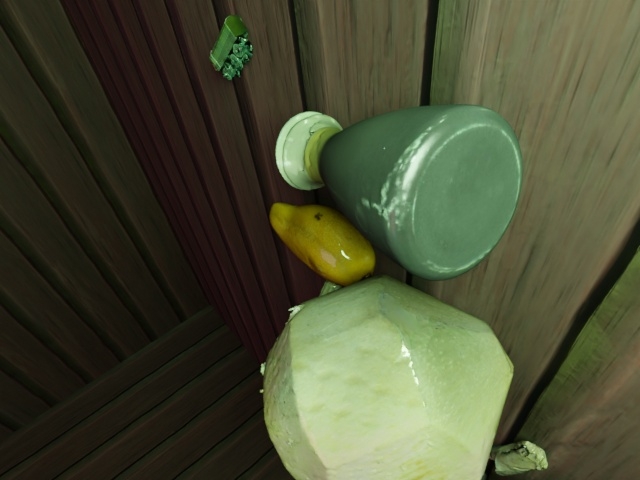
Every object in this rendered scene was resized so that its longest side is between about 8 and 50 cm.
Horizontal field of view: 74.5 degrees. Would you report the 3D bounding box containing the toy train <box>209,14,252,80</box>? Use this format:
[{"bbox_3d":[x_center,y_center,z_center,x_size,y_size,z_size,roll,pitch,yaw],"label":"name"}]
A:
[{"bbox_3d":[-0.165,-0.348,0.777,0.071,0.038,0.148,61,156,-11],"label":"toy train"}]

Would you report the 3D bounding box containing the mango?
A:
[{"bbox_3d":[0.004,-0.003,0.808,0.262,0.109,0.157,38,164,39],"label":"mango"}]

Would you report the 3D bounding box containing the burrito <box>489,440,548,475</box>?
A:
[{"bbox_3d":[0.336,0.381,0.734,0.051,0.042,0.171,43,151,21],"label":"burrito"}]

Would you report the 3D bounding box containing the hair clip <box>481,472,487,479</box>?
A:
[{"bbox_3d":[0.315,0.598,0.987,0.101,0.085,0.331,33,150,3],"label":"hair clip"}]

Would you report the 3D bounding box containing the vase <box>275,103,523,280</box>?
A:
[{"bbox_3d":[0.062,-0.090,0.525,0.321,0.173,0.173,35,150,54],"label":"vase"}]

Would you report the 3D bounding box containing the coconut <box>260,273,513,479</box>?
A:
[{"bbox_3d":[0.105,0.207,0.633,0.352,0.352,0.352,44,154,28],"label":"coconut"}]

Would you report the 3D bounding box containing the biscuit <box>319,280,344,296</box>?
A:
[{"bbox_3d":[0.018,0.153,0.911,0.052,0.150,0.252,19,151,8],"label":"biscuit"}]
